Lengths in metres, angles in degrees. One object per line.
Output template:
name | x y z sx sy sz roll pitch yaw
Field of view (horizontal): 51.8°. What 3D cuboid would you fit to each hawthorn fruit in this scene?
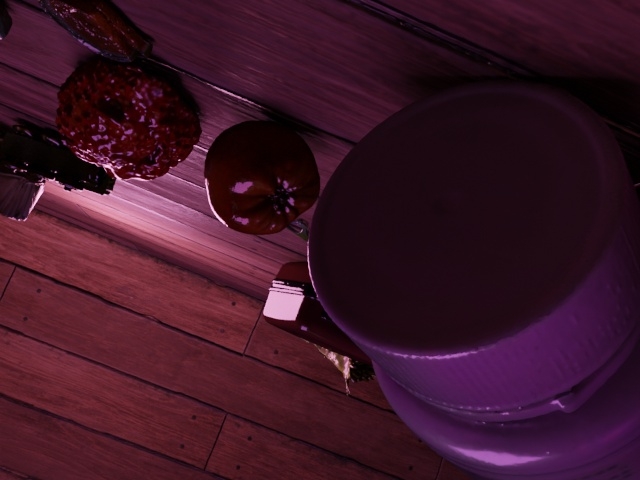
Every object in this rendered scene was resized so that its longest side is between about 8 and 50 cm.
hawthorn fruit | -0.063 -0.074 0.701 0.125 0.140 0.125 -1 137 -1

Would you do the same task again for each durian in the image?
durian | 0.043 0.241 1.747 0.355 0.169 0.157 43 -179 37

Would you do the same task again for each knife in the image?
knife | -0.001 0.002 1.156 0.166 0.022 0.078 31 171 -35

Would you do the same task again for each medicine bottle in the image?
medicine bottle | 0.157 0.058 0.526 0.256 0.256 0.325 12 157 41

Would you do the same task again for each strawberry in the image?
strawberry | -0.208 -0.123 0.750 0.174 0.098 0.228 28 168 -34

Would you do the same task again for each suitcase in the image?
suitcase | 0.042 0.168 1.494 0.297 0.161 0.236 28 166 -26

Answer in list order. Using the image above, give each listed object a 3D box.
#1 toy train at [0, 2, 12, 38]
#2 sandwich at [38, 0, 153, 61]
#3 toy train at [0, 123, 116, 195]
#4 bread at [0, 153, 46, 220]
toy train | -0.344 -0.240 0.611 0.071 0.038 0.148 19 168 -2
sandwich | -0.206 -0.196 0.589 0.069 0.026 0.101 15 167 34
toy train | -0.475 -0.141 1.206 0.226 0.090 0.137 19 175 13
bread | -0.661 -0.132 1.333 0.192 0.109 0.210 28 -169 -26
